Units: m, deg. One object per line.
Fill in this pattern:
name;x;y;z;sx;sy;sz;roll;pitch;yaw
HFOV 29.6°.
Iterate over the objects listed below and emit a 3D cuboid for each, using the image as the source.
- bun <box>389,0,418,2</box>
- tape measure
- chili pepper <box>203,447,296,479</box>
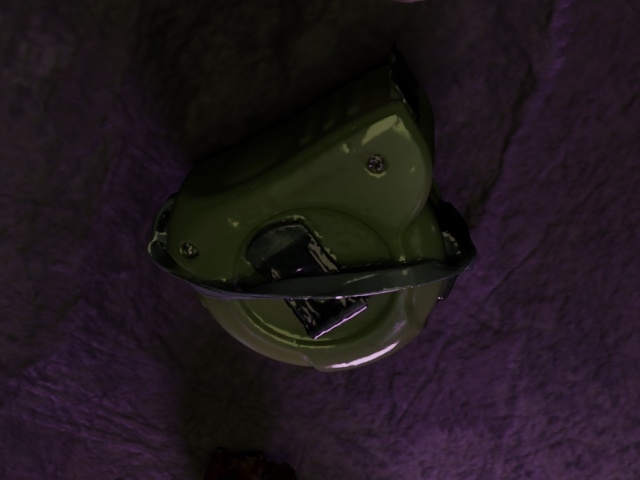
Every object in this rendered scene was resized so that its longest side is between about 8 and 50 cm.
bun;0.037;-0.217;0.612;0.231;0.133;0.231;1;121;2
tape measure;0.000;0.000;0.758;0.200;0.106;0.175;-25;115;17
chili pepper;-0.056;0.225;0.921;0.073;0.070;0.123;-6;120;-15
